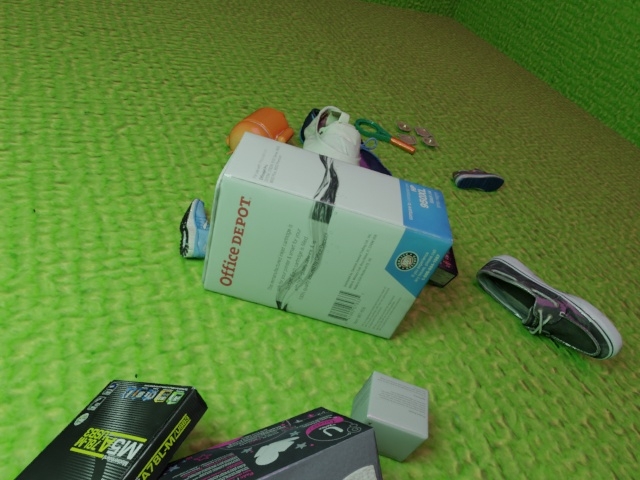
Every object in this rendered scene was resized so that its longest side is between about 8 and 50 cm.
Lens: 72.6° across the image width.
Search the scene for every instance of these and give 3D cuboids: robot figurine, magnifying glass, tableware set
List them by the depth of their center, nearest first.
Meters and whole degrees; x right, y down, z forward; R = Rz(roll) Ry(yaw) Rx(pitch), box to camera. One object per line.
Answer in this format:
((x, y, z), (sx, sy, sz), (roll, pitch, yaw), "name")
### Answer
((-0.167, -0.282, 1.189), (0.158, 0.128, 0.219), (34, 41, -1), "robot figurine")
((0.222, -0.361, 1.513), (0.231, 0.026, 0.092), (28, 41, 10), "magnifying glass")
((0.349, -0.387, 1.594), (0.169, 0.020, 0.141), (5, 44, -19), "tableware set")

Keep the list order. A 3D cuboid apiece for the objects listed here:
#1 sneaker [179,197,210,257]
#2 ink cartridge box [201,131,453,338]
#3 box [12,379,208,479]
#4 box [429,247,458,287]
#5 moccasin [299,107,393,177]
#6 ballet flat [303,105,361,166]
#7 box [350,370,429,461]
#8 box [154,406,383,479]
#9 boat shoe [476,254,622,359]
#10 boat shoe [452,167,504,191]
((-0.259, -0.021, 0.936), (0.073, 0.063, 0.162), (18, 42, -31), "sneaker")
((0.000, 0.000, 0.835), (0.396, 0.285, 0.166), (16, 40, -7), "ink cartridge box")
((-0.266, 0.262, 0.547), (0.191, 0.045, 0.184), (-8, 26, 33), "box")
((0.200, -0.025, 1.075), (0.270, 0.060, 0.216), (25, 40, -16), "box")
((0.070, -0.266, 1.274), (0.342, 0.116, 0.138), (36, 43, 17), "moccasin")
((0.032, -0.241, 1.050), (0.139, 0.139, 0.400), (10, 28, -12), "ballet flat")
((0.111, 0.289, 0.714), (0.101, 0.101, 0.087), (21, 39, -2), "box")
((-0.055, 0.331, 0.526), (0.248, 0.142, 0.163), (-9, 87, -29), "box")
((0.511, 0.167, 1.018), (0.119, 0.121, 0.335), (-25, 48, -31), "boat shoe")
((0.522, -0.208, 1.440), (0.184, 0.066, 0.066), (3, 43, -20), "boat shoe")
